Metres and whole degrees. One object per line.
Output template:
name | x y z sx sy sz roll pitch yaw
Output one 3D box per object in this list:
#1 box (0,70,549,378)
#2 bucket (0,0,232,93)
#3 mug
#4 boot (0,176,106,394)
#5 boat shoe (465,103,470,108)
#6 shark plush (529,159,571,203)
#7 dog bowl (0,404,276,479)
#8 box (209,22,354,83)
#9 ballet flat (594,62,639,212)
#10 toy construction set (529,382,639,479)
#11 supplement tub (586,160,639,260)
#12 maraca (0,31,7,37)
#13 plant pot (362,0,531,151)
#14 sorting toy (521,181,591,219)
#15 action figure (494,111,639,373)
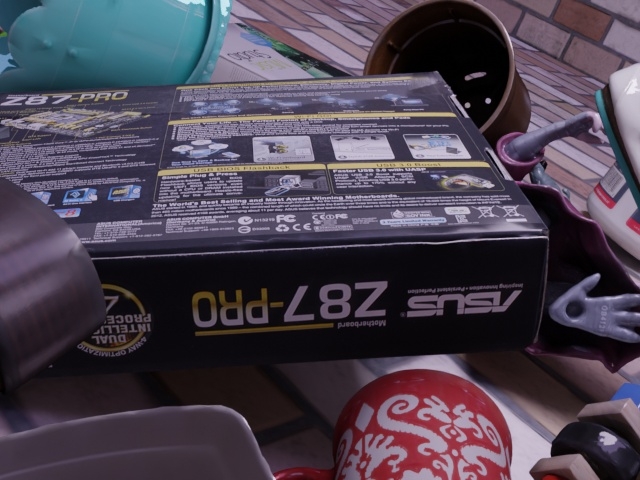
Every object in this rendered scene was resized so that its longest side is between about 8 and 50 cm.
box | -0.073 -0.033 0.628 0.394 0.097 0.318 -4 30 -5
bucket | -0.216 -0.219 0.847 0.183 0.281 0.281 16 24 -27
mug | 0.040 0.168 0.460 0.113 0.150 0.169 52 16 -12
boot | -0.268 0.045 0.331 0.264 0.096 0.280 29 45 34
boat shoe | 0.180 -0.115 1.161 0.116 0.097 0.324 4 26 -12
shark plush | 0.291 -0.045 1.054 0.073 0.161 0.067 -7 7 30
dog bowl | -0.102 0.157 0.160 0.348 0.102 0.349 -15 13 4
box | -0.047 -0.237 1.274 0.321 0.059 0.232 29 25 12
ballet flat | 0.346 0.026 0.710 0.139 0.139 0.401 -3 75 -44
toy construction set | 0.280 0.194 0.518 0.237 0.257 0.309 60 33 -24
supplement tub | 0.526 -0.100 1.192 0.191 0.272 0.191 28 23 -13
maraca | -0.343 -0.278 1.065 0.127 0.099 0.186 7 52 -10
plant pot | 0.155 -0.160 0.948 0.167 0.167 0.165 36 9 28
sorting toy | 0.296 -0.044 1.192 0.208 0.038 0.193 21 24 -3
action figure | 0.205 0.022 0.885 0.275 0.248 0.370 -20 9 8
